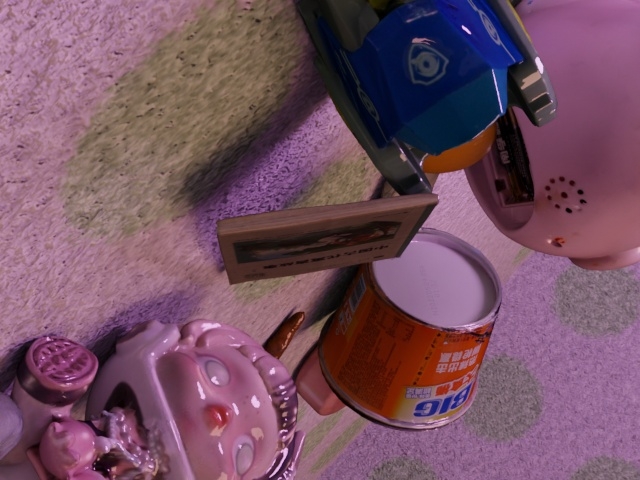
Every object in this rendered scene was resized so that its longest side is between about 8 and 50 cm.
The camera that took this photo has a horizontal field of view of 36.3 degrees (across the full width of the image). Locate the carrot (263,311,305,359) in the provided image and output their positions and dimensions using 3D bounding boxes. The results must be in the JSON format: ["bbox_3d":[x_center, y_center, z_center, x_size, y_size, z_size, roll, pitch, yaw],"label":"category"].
[{"bbox_3d":[-0.072,0.170,1.521,0.165,0.035,0.036,-56,161,23],"label":"carrot"}]

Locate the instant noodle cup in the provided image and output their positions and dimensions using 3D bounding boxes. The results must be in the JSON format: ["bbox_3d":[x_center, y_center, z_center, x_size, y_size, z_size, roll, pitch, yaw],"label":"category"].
[{"bbox_3d":[0.155,0.131,1.585,0.296,0.296,0.214,-32,151,-41],"label":"instant noodle cup"}]

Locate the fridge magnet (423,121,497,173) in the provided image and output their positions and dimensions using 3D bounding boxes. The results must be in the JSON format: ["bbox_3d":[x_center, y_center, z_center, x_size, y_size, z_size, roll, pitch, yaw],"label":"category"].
[{"bbox_3d":[0.142,-0.135,1.188,0.143,0.143,0.063,109,-12,-56],"label":"fridge magnet"}]

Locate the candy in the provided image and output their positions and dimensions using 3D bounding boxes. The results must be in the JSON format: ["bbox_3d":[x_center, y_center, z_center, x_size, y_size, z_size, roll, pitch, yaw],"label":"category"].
[{"bbox_3d":[0.060,0.227,1.874,0.255,0.094,0.255,-42,163,-16],"label":"candy"}]

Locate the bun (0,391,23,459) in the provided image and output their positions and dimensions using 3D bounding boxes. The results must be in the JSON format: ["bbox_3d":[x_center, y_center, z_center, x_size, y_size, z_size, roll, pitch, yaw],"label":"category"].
[{"bbox_3d":[-0.322,0.171,0.819,0.141,0.083,0.141,-39,172,-7],"label":"bun"}]

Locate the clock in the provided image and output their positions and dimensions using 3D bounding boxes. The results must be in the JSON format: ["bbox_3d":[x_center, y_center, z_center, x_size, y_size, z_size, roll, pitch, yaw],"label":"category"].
[{"bbox_3d":[0.340,-0.139,1.197,0.250,0.368,0.377,-17,-175,-22],"label":"clock"}]

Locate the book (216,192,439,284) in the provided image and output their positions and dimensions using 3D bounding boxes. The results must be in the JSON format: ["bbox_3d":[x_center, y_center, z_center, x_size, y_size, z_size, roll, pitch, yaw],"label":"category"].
[{"bbox_3d":[0.000,0.000,1.019,0.215,0.025,0.282,-8,169,-3],"label":"book"}]

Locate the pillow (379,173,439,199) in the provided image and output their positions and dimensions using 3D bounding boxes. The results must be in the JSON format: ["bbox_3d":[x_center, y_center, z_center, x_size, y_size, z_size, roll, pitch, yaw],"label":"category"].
[{"bbox_3d":[0.129,-0.072,1.408,0.128,0.051,0.229,-37,160,-37],"label":"pillow"}]

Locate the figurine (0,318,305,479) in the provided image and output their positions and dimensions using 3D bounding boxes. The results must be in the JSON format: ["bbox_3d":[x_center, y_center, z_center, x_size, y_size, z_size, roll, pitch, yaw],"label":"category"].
[{"bbox_3d":[-0.181,0.200,1.027,0.211,0.253,0.361,-3,-175,39],"label":"figurine"}]

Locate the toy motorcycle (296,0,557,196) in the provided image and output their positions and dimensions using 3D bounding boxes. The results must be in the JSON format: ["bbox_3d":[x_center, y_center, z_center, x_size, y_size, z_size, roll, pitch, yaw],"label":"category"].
[{"bbox_3d":[0.092,-0.149,0.842,0.191,0.200,0.326,-32,162,11],"label":"toy motorcycle"}]
